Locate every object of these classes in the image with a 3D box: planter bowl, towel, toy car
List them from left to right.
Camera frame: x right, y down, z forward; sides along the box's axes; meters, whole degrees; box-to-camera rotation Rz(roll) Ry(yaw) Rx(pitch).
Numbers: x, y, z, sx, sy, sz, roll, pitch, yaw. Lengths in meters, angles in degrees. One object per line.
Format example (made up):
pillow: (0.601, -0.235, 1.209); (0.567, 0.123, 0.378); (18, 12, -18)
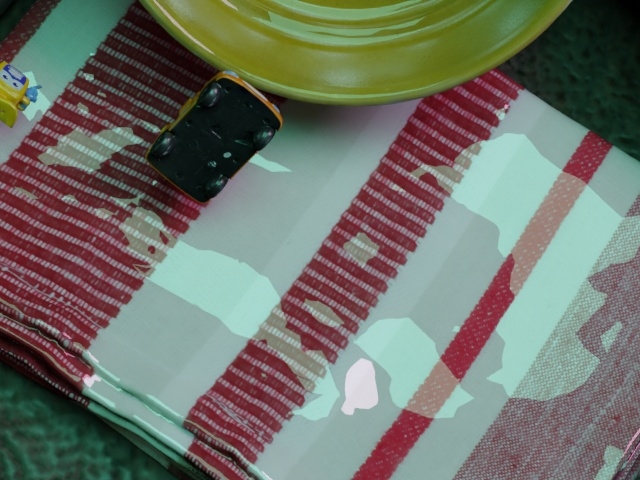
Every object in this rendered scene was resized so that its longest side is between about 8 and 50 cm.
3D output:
toy car: (-0.076, -0.063, 0.794); (0.122, 0.060, 0.040); (23, 32, -4)
towel: (0.000, 0.000, 0.823); (0.329, 0.037, 0.237); (33, 67, 6)
planter bowl: (0.014, -0.171, 0.804); (0.217, 0.090, 0.217); (0, 110, -1)

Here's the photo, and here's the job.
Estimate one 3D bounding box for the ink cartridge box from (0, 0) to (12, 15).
ink cartridge box: (-0.266, -0.270, 0.820); (0.395, 0.166, 0.285); (33, 67, 5)
